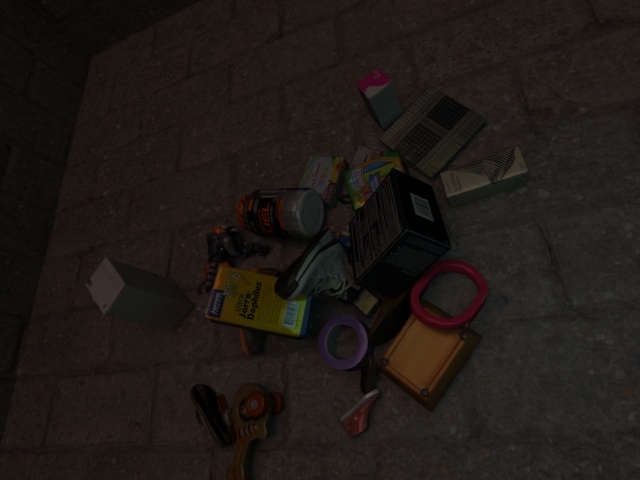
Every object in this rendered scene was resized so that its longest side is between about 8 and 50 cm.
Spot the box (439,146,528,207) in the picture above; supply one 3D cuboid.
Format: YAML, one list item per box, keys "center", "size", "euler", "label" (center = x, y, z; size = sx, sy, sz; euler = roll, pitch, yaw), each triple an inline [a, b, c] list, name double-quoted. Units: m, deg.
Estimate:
- center: [0.578, -0.222, 1.470]
  size: [0.274, 0.094, 0.113]
  euler: [-19, 64, 18]
  label: "box"

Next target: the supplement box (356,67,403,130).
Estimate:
- center: [0.248, -0.576, 1.702]
  size: [0.113, 0.220, 0.111]
  euler: [-36, 59, 9]
  label: "supplement box"

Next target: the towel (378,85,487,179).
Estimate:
- center: [0.440, -0.432, 1.658]
  size: [0.324, 0.056, 0.312]
  euler: [-45, 61, 1]
  label: "towel"

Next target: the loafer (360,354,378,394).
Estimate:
- center: [0.166, 0.451, 1.401]
  size: [0.056, 0.050, 0.148]
  euler: [39, 128, 55]
  label: "loafer"

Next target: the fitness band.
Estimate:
- center: [0.417, 0.173, 1.338]
  size: [0.208, 0.054, 0.290]
  euler: [26, 51, 32]
  label: "fitness band"

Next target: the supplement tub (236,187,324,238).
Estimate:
- center: [-0.171, -0.114, 1.723]
  size: [0.337, 0.207, 0.208]
  euler: [2, 71, 33]
  label: "supplement tub"

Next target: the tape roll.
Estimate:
- center: [0.092, 0.368, 1.482]
  size: [0.188, 0.080, 0.189]
  euler: [-9, 67, 22]
  label: "tape roll"

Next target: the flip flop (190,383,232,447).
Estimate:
- center: [-0.437, 0.685, 1.613]
  size: [0.080, 0.112, 0.277]
  euler: [-48, 62, 19]
  label: "flip flop"

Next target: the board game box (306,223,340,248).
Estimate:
- center: [0.000, 0.000, 1.687]
  size: [0.133, 0.033, 0.169]
  euler: [22, 81, 44]
  label: "board game box"

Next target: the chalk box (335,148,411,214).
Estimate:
- center: [0.205, -0.186, 1.585]
  size: [0.288, 0.180, 0.179]
  euler: [-21, 67, 19]
  label: "chalk box"

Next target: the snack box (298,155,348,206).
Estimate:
- center: [0.008, -0.257, 1.781]
  size: [0.174, 0.070, 0.207]
  euler: [11, 74, 29]
  label: "snack box"

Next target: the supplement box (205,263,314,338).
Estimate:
- center: [-0.219, 0.234, 1.524]
  size: [0.355, 0.194, 0.196]
  euler: [13, 73, -7]
  label: "supplement box"

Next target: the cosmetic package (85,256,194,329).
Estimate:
- center: [-0.768, 0.237, 1.780]
  size: [0.217, 0.385, 0.156]
  euler: [37, 89, 32]
  label: "cosmetic package"

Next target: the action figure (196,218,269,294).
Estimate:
- center: [-0.403, 0.067, 1.798]
  size: [0.340, 0.178, 0.331]
  euler: [-5, 77, 27]
  label: "action figure"

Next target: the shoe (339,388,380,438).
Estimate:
- center: [0.149, 0.580, 1.382]
  size: [0.178, 0.063, 0.081]
  euler: [-45, 59, 10]
  label: "shoe"

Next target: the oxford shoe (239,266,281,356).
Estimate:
- center: [-0.234, 0.279, 1.656]
  size: [0.132, 0.130, 0.365]
  euler: [-3, 69, 19]
  label: "oxford shoe"

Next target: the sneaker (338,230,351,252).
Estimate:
- center: [0.127, 0.022, 1.615]
  size: [0.152, 0.058, 0.085]
  euler: [21, 75, 36]
  label: "sneaker"

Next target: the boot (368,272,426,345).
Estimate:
- center: [0.255, 0.228, 1.459]
  size: [0.305, 0.112, 0.115]
  euler: [-53, 41, -8]
  label: "boot"

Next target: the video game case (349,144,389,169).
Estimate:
- center: [0.208, -0.324, 1.727]
  size: [0.166, 0.015, 0.119]
  euler: [24, 95, 32]
  label: "video game case"

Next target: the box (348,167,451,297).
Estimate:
- center: [0.247, -0.022, 1.384]
  size: [0.294, 0.182, 0.297]
  euler: [-51, 28, 40]
  label: "box"

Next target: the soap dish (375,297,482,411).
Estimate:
- center: [0.340, 0.360, 1.340]
  size: [0.228, 0.118, 0.291]
  euler: [33, 86, 32]
  label: "soap dish"

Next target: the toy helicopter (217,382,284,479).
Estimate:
- center: [-0.287, 0.702, 1.505]
  size: [0.234, 0.140, 0.356]
  euler: [2, 74, 29]
  label: "toy helicopter"

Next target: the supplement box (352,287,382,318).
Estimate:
- center: [0.168, 0.226, 1.515]
  size: [0.083, 0.056, 0.083]
  euler: [39, 90, 33]
  label: "supplement box"

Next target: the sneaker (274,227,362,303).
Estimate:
- center: [0.030, 0.130, 1.412]
  size: [0.257, 0.447, 0.169]
  euler: [46, 117, -1]
  label: "sneaker"
